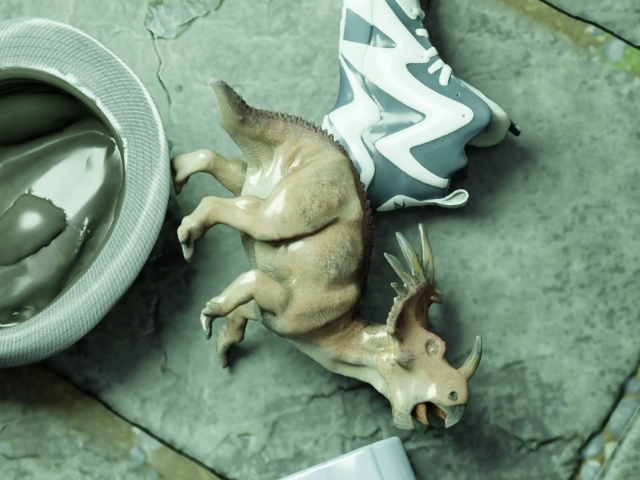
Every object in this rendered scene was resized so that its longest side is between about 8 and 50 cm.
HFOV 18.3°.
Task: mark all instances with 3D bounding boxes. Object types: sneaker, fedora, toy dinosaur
[{"bbox_3d":[0.089,-0.132,1.571,0.153,0.094,0.235,10,78,6],"label":"sneaker"},{"bbox_3d":[-0.229,-0.027,1.560,0.243,0.124,0.275,34,90,14],"label":"fedora"},{"bbox_3d":[0.000,0.000,1.501,0.200,0.127,0.296,-14,105,0],"label":"toy dinosaur"}]

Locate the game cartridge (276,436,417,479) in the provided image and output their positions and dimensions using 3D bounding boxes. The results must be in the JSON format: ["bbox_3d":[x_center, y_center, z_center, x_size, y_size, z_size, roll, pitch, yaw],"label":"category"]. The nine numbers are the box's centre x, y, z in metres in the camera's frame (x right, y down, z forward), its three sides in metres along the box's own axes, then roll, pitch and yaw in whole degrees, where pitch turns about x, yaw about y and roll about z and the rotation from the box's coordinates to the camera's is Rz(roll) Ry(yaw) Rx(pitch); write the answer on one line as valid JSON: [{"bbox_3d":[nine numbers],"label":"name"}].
[{"bbox_3d":[-0.041,0.290,1.507,0.294,0.060,0.196,-22,80,0],"label":"game cartridge"}]
